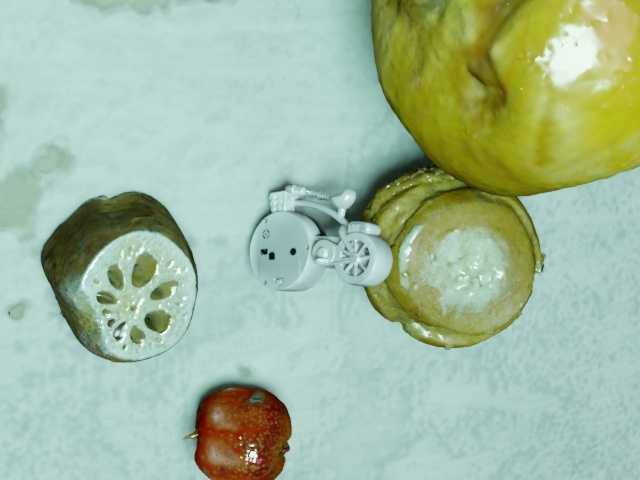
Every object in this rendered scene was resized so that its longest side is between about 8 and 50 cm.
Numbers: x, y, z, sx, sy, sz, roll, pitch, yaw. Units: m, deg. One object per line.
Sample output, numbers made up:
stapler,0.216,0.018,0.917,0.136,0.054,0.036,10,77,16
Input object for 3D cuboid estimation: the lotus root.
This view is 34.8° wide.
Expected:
lotus root,-0.148,0.029,0.792,0.112,0.081,0.122,-26,113,-19

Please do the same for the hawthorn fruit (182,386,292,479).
hawthorn fruit,-0.070,0.166,0.859,0.093,0.093,0.093,-6,108,-18

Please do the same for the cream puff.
cream puff,0.100,0.011,0.851,0.150,0.115,0.165,-28,114,-10

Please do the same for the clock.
clock,0.000,0.000,0.811,0.041,0.129,0.087,11,84,-51

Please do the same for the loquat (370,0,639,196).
loquat,0.179,-0.165,0.740,0.283,0.276,0.276,-11,110,-30
